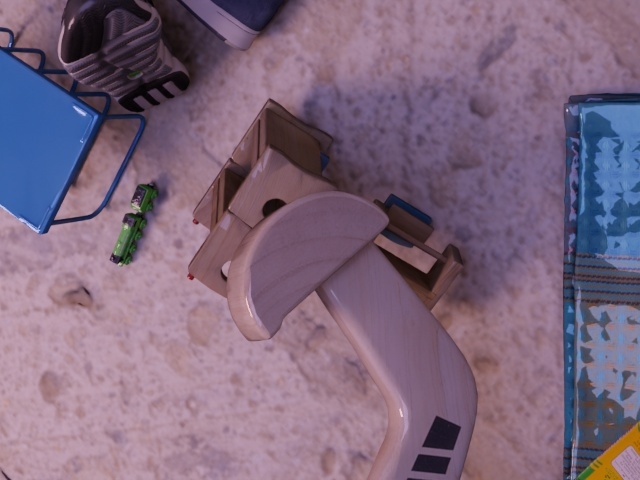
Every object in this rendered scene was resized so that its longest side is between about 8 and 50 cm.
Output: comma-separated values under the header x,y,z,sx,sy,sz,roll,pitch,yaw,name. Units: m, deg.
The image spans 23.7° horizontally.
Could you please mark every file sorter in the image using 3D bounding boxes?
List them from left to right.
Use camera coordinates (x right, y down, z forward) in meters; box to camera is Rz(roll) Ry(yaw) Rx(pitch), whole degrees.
x,y,z,sx,sy,sz,roll,pitch,yaw,name
-0.260,-0.103,1.346,0.170,0.104,0.118,33,106,16,file sorter

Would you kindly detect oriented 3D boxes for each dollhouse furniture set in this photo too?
x,y,z,sx,sy,sz,roll,pitch,yaw,name
0.000,0.000,1.259,0.183,0.129,0.129,31,109,-14,dollhouse furniture set

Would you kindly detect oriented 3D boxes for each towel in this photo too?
x,y,z,sx,sy,sz,roll,pitch,yaw,name
0.312,0.068,1.132,0.271,0.040,0.370,0,86,23,towel

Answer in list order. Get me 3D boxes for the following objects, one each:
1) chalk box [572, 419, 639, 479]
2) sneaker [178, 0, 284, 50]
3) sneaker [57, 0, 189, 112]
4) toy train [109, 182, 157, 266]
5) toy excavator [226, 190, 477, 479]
x,y,z,sx,sy,sz,roll,pitch,yaw,name
0.300,0.146,1.026,0.132,0.213,0.132,53,139,17,chalk box
-0.094,-0.280,1.231,0.226,0.086,0.163,34,113,-27,sneaker
-0.181,-0.195,1.248,0.086,0.229,0.132,-24,77,0,sneaker
-0.168,-0.013,1.360,0.017,0.023,0.083,28,104,18,toy train
0.075,0.237,1.141,0.433,0.222,0.445,25,79,-10,toy excavator
